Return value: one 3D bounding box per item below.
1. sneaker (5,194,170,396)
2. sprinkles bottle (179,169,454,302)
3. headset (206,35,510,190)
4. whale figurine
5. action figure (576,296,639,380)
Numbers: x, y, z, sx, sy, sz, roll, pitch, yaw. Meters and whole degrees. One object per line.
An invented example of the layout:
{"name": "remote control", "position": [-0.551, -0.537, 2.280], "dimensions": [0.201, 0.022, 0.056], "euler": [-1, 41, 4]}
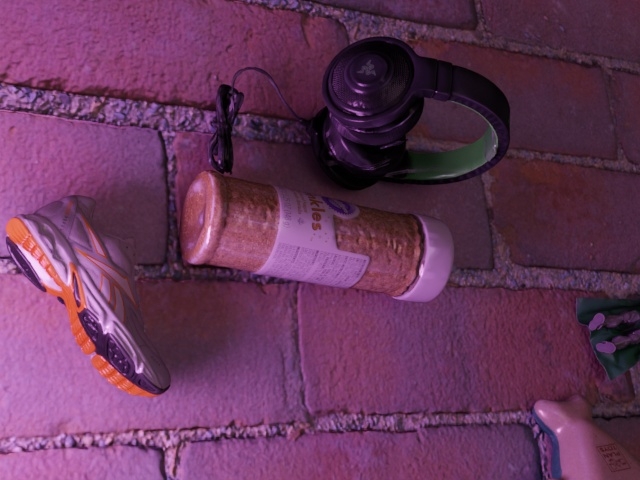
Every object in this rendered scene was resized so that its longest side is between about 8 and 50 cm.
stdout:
{"name": "sneaker", "position": [-0.240, 0.057, 1.102], "dimensions": [0.121, 0.099, 0.262], "euler": [-38, 97, -37]}
{"name": "sprinkles bottle", "position": [0.000, 0.000, 1.240], "dimensions": [0.355, 0.121, 0.121], "euler": [10, 70, -27]}
{"name": "headset", "position": [0.054, -0.140, 1.258], "dimensions": [0.393, 0.243, 0.185], "euler": [10, 65, -5]}
{"name": "whale figurine", "position": [0.388, 0.358, 1.368], "dimensions": [0.216, 0.141, 0.272], "euler": [-3, 52, -31]}
{"name": "action figure", "position": [0.526, 0.136, 1.541], "dimensions": [0.232, 0.063, 0.137], "euler": [-8, 76, -35]}
